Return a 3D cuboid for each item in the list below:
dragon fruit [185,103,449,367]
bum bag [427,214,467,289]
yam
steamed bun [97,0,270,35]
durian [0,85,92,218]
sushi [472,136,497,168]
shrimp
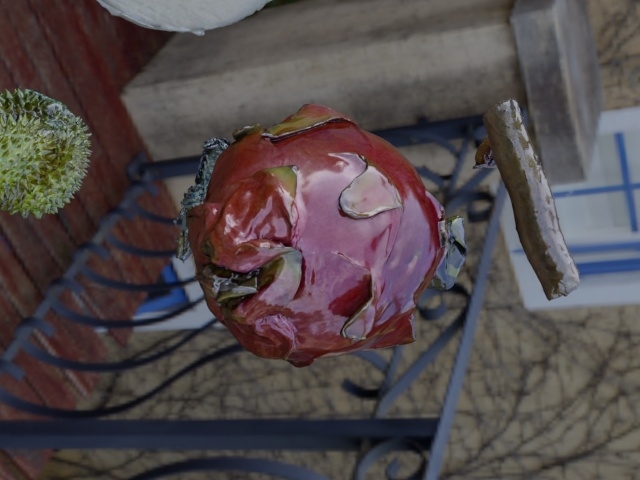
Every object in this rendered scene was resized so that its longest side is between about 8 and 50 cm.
[{"bbox_3d":[0.001,0.000,0.971,0.315,0.250,0.250,37,51,-71],"label":"dragon fruit"},{"bbox_3d":[0.090,0.018,1.429,0.060,0.233,0.106,17,72,-71],"label":"bum bag"},{"bbox_3d":[0.240,-0.048,1.162,0.057,0.057,0.241,18,53,-63],"label":"yam"},{"bbox_3d":[-0.210,-0.507,1.518,0.374,0.374,0.241,50,27,-50],"label":"steamed bun"},{"bbox_3d":[-0.555,-0.152,1.848,0.291,0.291,0.224,-45,158,-59],"label":"durian"},{"bbox_3d":[0.296,-0.152,1.703,0.050,0.099,0.047,32,7,-14],"label":"sushi"},{"bbox_3d":[-0.138,-0.049,1.303,0.076,0.082,0.174,-82,-173,-74],"label":"shrimp"}]
